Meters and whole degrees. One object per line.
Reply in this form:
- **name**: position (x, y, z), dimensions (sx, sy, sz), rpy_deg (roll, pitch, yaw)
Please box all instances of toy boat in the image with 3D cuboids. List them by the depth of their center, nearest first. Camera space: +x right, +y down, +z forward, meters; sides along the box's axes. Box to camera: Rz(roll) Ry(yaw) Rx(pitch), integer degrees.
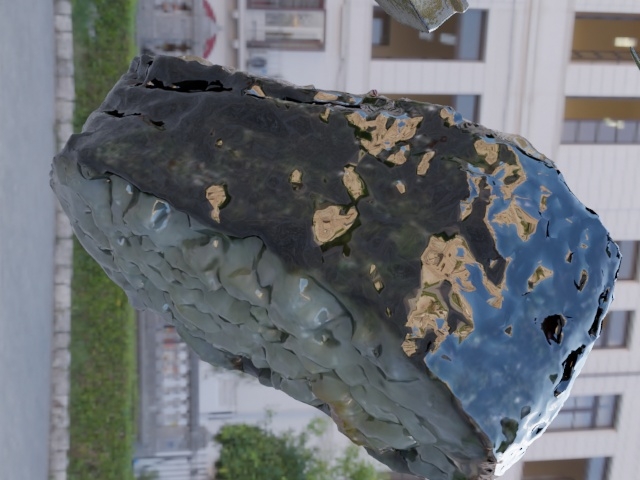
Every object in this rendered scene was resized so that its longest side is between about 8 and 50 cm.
- **toy boat**: position (0.103, -0.337, 1.087), dimensions (0.116, 0.061, 0.188), rpy_deg (46, 3, -32)

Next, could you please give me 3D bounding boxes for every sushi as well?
- **sushi**: position (0.000, 0.000, 0.520), dimensions (0.171, 0.350, 0.211), rpy_deg (-51, 146, -26)

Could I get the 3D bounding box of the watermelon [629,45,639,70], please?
- **watermelon**: position (0.573, -0.241, 1.244), dimensions (0.188, 0.215, 0.188), rpy_deg (173, -90, -66)
